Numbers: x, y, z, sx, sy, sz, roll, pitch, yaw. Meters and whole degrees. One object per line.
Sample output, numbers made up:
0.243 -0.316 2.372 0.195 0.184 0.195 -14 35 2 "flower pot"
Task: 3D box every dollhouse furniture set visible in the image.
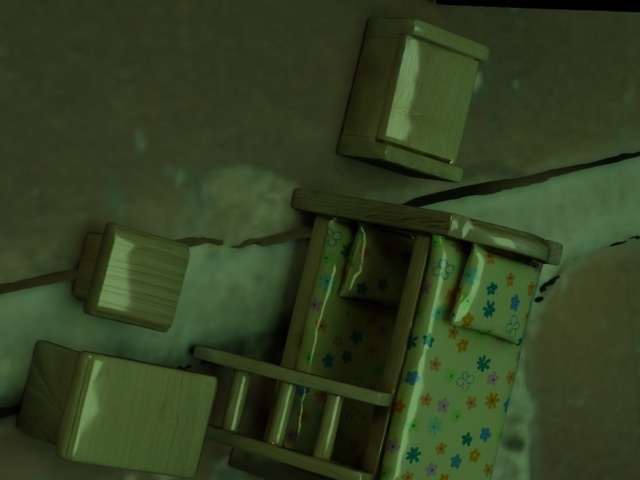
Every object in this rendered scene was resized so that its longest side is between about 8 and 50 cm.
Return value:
0.000 0.000 0.679 0.161 0.101 0.182 14 88 -39 "dollhouse furniture set"

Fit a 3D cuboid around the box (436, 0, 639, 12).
0.062 -0.169 0.674 0.077 0.147 0.180 -53 125 -20 "box"
